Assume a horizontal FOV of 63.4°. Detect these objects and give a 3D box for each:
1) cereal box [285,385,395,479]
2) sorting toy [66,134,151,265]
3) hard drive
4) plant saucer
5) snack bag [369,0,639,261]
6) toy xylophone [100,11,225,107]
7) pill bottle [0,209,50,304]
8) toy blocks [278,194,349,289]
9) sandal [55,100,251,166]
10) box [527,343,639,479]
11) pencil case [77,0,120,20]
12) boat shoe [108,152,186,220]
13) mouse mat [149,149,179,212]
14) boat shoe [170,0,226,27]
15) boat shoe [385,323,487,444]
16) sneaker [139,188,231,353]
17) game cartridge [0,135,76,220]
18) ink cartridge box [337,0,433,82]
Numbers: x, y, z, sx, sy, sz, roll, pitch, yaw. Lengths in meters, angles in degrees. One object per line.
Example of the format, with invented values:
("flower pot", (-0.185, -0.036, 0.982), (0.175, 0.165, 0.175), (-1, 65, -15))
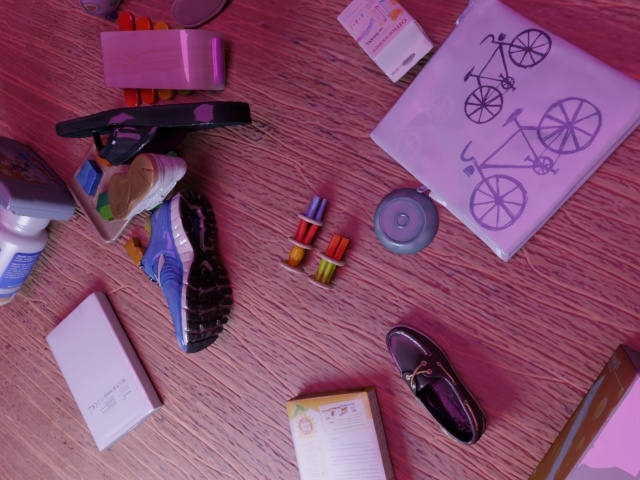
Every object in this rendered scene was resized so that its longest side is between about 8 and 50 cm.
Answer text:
("cereal box", (0.041, 0.399, 0.947), (0.173, 0.047, 0.240), (-14, 84, 24))
("sorting toy", (-0.454, -0.106, 1.178), (0.229, 0.041, 0.307), (-45, 72, 18))
("hard drive", (-0.511, 0.303, 1.207), (0.203, 0.040, 0.307), (-39, 74, 19))
("plant saucer", (0.147, -0.035, 0.917), (0.119, 0.021, 0.119), (-1, 89, 25))
("snack bag", (0.283, -0.193, 0.849), (0.342, 0.037, 0.323), (44, 106, 22))
("toy xylophone", (-0.356, -0.357, 1.116), (0.323, 0.081, 0.236), (17, 112, 22))
("pill bottle", (-0.772, 0.015, 1.272), (0.152, 0.152, 0.272), (43, 105, 19))
("toy blocks", (0.000, 0.000, 0.967), (0.123, 0.054, 0.148), (26, 100, 24))
("sandal", (-0.343, -0.201, 1.010), (0.446, 0.167, 0.107), (2, 102, 25))
("box", (0.396, 0.341, 0.690), (0.168, 0.215, 0.345), (32, 102, 22))
("pencil case", (-0.560, -0.655, 1.204), (0.124, 0.124, 0.284), (-40, 75, 19))
("boat shoe", (-0.356, -0.105, 1.060), (0.277, 0.096, 0.098), (-15, 88, 49))
("mouse mat", (-0.411, -0.158, 1.186), (0.190, 0.007, 0.152), (24, 99, 24))
("boat shoe", (-0.224, -0.540, 1.078), (0.233, 0.084, 0.079), (-38, 36, 27))
("boat shoe", (0.188, 0.235, 0.868), (0.081, 0.069, 0.227), (-47, 72, 17))
("sneaker", (-0.285, 0.069, 1.073), (0.147, 0.130, 0.329), (-19, 73, 31))
("game cartridge", (-0.721, -0.159, 1.223), (0.297, 0.198, 0.062), (41, 106, 19))
("ink cartridge box", (0.115, -0.351, 0.883), (0.092, 0.090, 0.143), (-42, 61, 19))
